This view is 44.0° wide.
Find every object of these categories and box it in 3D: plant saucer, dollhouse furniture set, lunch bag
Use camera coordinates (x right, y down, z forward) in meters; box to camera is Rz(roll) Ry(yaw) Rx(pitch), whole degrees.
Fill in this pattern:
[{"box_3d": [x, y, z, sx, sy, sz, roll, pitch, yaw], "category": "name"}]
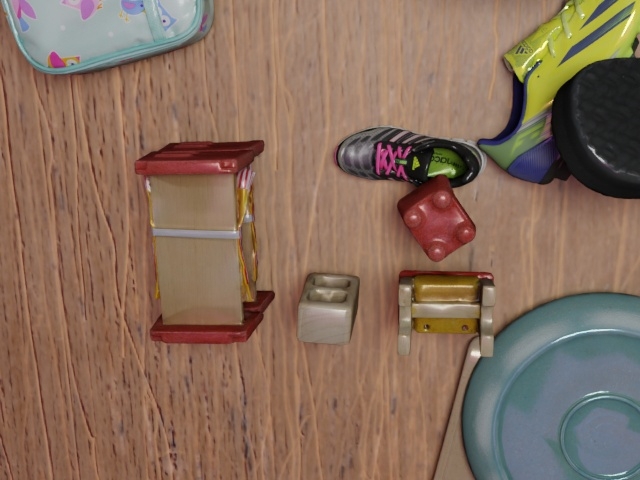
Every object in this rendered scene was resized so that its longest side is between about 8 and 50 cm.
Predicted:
[{"box_3d": [0.321, 0.218, 0.892, 0.318, 0.044, 0.317, 1, 97, 9], "category": "plant saucer"}, {"box_3d": [0.000, 0.000, 0.863, 0.374, 0.152, 0.201, 1, 105, 6], "category": "dollhouse furniture set"}, {"box_3d": [-0.233, -0.326, 0.827, 0.224, 0.108, 0.279, -11, 103, 9], "category": "lunch bag"}]

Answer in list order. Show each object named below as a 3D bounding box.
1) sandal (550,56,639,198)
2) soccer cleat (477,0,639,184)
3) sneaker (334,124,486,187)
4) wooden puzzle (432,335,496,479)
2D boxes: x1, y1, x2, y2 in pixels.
[{"box_3d": [0.425, -0.099, 0.793, 0.446, 0.107, 0.167, 4, 71, -13], "category": "sandal"}, {"box_3d": [0.259, -0.199, 0.816, 0.121, 0.093, 0.289, 26, 105, 9], "category": "soccer cleat"}, {"box_3d": [0.099, -0.089, 0.869, 0.170, 0.075, 0.063, 6, 105, 5], "category": "sneaker"}, {"box_3d": [0.262, 0.247, 0.959, 0.221, 0.044, 0.238, 13, 101, 4], "category": "wooden puzzle"}]
